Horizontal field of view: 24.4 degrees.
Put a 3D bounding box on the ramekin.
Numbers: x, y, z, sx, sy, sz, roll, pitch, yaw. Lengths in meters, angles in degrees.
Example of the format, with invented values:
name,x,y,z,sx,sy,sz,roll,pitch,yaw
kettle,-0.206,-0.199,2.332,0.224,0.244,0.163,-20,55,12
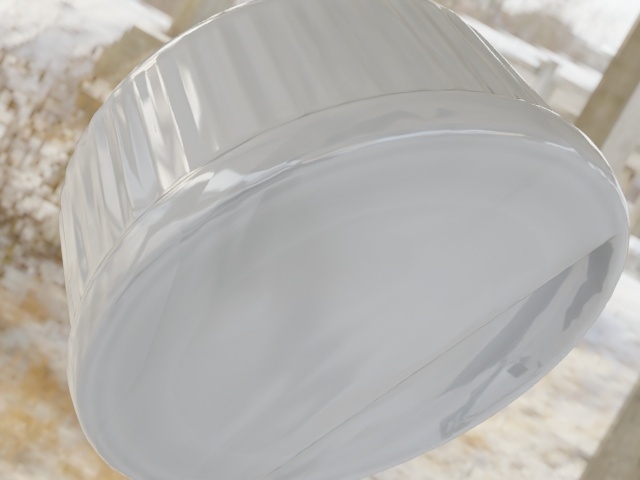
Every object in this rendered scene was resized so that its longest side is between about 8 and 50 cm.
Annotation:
name,x,y,z,sx,sy,sz,roll,pitch,yaw
ramekin,0.000,0.000,0.709,0.273,0.273,0.127,25,31,-46
